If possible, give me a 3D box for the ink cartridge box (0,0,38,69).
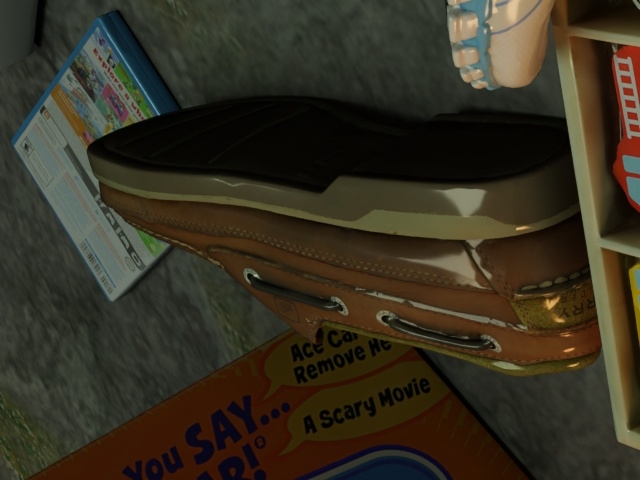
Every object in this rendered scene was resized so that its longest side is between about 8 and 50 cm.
[{"bbox_3d":[-0.253,-0.250,1.023,0.223,0.129,0.307,44,143,24],"label":"ink cartridge box"}]

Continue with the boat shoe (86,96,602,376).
[{"bbox_3d":[0.000,0.000,0.888,0.307,0.111,0.104,12,122,49],"label":"boat shoe"}]

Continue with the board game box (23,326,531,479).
[{"bbox_3d":[-0.045,0.319,0.960,0.356,0.357,0.356,49,144,18],"label":"board game box"}]

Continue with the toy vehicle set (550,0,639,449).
[{"bbox_3d":[0.158,-0.029,0.653,0.166,0.035,0.266,16,126,47],"label":"toy vehicle set"}]

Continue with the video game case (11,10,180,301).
[{"bbox_3d":[-0.119,-0.044,1.101,0.119,0.015,0.166,58,147,6],"label":"video game case"}]

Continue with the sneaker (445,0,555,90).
[{"bbox_3d":[0.077,-0.116,0.607,0.190,0.083,0.071,81,-171,-55],"label":"sneaker"}]
